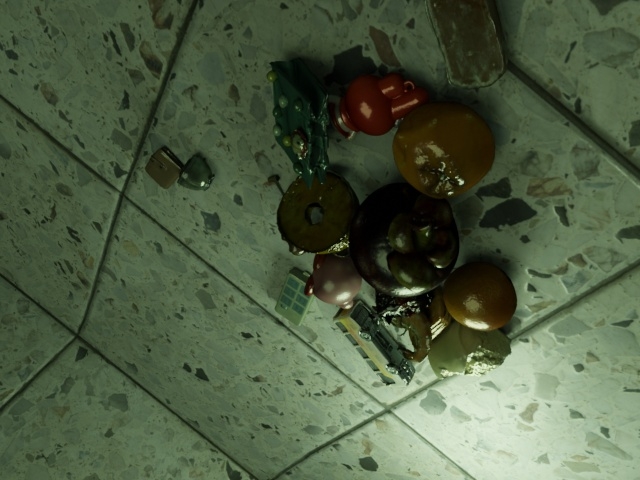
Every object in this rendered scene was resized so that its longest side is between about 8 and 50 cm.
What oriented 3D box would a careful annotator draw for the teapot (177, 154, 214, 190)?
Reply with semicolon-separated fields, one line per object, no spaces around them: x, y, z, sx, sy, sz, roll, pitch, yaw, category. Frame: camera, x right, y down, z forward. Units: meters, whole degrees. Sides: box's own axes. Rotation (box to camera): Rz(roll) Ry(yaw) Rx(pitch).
-0.414;-0.203;2.007;0.108;0.111;0.149;32;133;-14;teapot

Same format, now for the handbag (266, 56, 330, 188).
-0.064;-0.314;1.580;0.269;0.100;0.274;93;159;-44;handbag

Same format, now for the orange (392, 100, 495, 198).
0.299;-0.210;1.440;0.248;0.183;0.249;0;142;0;orange

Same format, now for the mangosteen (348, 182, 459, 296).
0.230;-0.002;1.588;0.307;0.307;0.347;47;170;-10;mangosteen

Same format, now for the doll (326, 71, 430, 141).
0.130;-0.338;1.519;0.290;0.130;0.161;-16;114;31;doll

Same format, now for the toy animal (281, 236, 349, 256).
0.000;0.000;1.884;0.186;0.214;0.094;31;138;55;toy animal

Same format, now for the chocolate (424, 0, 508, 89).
0.330;-0.463;1.315;0.156;0.080;0.254;7;129;48;chocolate

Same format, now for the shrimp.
0.254;0.286;1.918;0.296;0.058;0.169;15;103;59;shrimp

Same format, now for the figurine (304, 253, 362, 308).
0.051;0.122;1.939;0.173;0.173;0.173;18;134;20;figurine

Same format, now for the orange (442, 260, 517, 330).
0.447;0.156;1.687;0.206;0.206;0.206;18;134;20;orange

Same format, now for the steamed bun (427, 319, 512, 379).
0.445;0.358;1.871;0.200;0.170;0.225;31;138;-1;steamed bun

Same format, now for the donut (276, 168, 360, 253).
0.004;-0.075;1.765;0.271;0.272;0.107;1;167;33;donut

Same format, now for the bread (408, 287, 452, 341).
0.342;0.242;1.888;0.077;0.116;0.200;17;139;-14;bread

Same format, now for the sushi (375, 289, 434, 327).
0.254;0.151;1.818;0.150;0.172;0.153;-15;130;30;sushi

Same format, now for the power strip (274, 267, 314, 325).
-0.087;0.207;2.184;0.118;0.046;0.270;31;137;7;power strip

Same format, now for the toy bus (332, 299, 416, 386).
0.188;0.364;2.097;0.138;0.097;0.343;-22;111;45;toy bus

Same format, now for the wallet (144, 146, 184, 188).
-0.544;-0.250;2.102;0.118;0.039;0.152;44;138;-10;wallet

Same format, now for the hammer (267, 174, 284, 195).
-0.127;-0.159;1.923;0.035;0.019;0.110;-7;127;37;hammer
